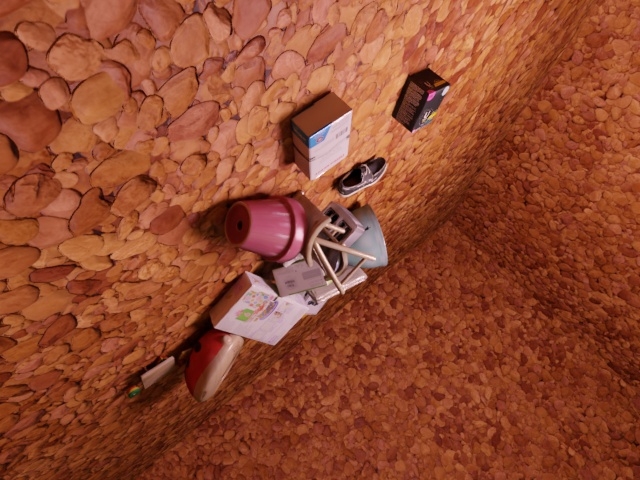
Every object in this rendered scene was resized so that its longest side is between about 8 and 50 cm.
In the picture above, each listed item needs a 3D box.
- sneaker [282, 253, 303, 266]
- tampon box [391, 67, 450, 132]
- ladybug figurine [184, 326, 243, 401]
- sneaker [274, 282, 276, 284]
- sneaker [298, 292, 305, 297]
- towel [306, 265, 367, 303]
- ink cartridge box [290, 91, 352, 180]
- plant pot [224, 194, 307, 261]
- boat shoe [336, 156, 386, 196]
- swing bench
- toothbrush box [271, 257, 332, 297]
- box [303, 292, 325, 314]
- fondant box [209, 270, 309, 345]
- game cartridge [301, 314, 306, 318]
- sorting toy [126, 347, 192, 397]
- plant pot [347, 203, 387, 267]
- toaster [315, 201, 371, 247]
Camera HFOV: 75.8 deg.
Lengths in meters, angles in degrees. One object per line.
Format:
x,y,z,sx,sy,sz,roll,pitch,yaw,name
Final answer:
-0.059,0.044,1.534,0.191,0.083,0.071,-42,163,3,sneaker
0.338,-0.472,1.390,0.120,0.101,0.161,-33,159,-29,tampon box
-0.463,0.509,1.755,0.449,0.162,0.305,-60,178,40,ladybug figurine
-0.261,0.282,1.845,0.269,0.101,0.153,-4,139,-54,sneaker
-0.144,0.248,1.994,0.126,0.127,0.321,12,98,-64,sneaker
0.053,0.174,1.890,0.282,0.187,0.049,-23,133,-19,towel
0.002,-0.283,1.141,0.148,0.086,0.203,-37,162,-16,ink cartridge box
-0.168,-0.040,1.195,0.180,0.201,0.201,6,130,-46,plant pot
0.163,-0.250,1.555,0.233,0.084,0.079,-34,161,-16,boat shoe
0.000,0.000,1.343,0.165,0.253,0.255,-48,123,5,swing bench
-0.044,0.126,1.692,0.206,0.122,0.283,-17,-177,16,toothbrush box
-0.014,0.244,2.088,0.169,0.087,0.290,13,117,-52,box
-0.243,0.284,1.671,0.238,0.096,0.330,-47,135,12,fondant box
-0.040,0.270,2.215,0.324,0.052,0.285,-38,146,-6,game cartridge
-0.641,0.505,1.627,0.274,0.046,0.132,-31,158,-33,sorting toy
0.161,0.002,1.860,0.196,0.293,0.293,-17,159,-2,plant pot
0.074,-0.051,1.677,0.185,0.168,0.110,-46,161,11,toaster
